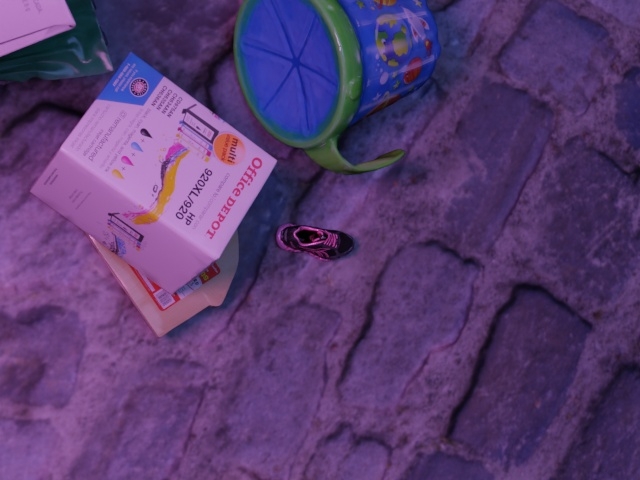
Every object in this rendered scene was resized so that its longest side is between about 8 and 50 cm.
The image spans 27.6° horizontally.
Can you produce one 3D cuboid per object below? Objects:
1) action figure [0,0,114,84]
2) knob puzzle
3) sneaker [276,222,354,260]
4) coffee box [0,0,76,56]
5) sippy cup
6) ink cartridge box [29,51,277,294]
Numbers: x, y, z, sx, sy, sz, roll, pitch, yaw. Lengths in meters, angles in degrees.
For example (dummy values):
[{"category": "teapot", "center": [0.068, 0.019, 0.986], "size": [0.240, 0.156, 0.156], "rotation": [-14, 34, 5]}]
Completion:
[{"category": "action figure", "center": [-0.385, -0.240, 1.620], "size": [0.232, 0.063, 0.137], "rotation": [-18, 87, 0]}, {"category": "knob puzzle", "center": [-0.193, 0.011, 1.739], "size": [0.213, 0.030, 0.213], "rotation": [8, 70, -22]}, {"category": "sneaker", "center": [0.000, 0.000, 1.828], "size": [0.119, 0.057, 0.047], "rotation": [7, 79, -27]}, {"category": "coffee box", "center": [-0.491, -0.344, 1.377], "size": [0.338, 0.334, 0.338], "rotation": [-23, 114, -6]}, {"category": "sippy cup", "center": [0.036, -0.264, 1.799], "size": [0.224, 0.240, 0.306], "rotation": [-21, 132, -38]}, {"category": "ink cartridge box", "center": [-0.210, -0.080, 1.646], "size": [0.232, 0.168, 0.171], "rotation": [36, 62, -11]}]
